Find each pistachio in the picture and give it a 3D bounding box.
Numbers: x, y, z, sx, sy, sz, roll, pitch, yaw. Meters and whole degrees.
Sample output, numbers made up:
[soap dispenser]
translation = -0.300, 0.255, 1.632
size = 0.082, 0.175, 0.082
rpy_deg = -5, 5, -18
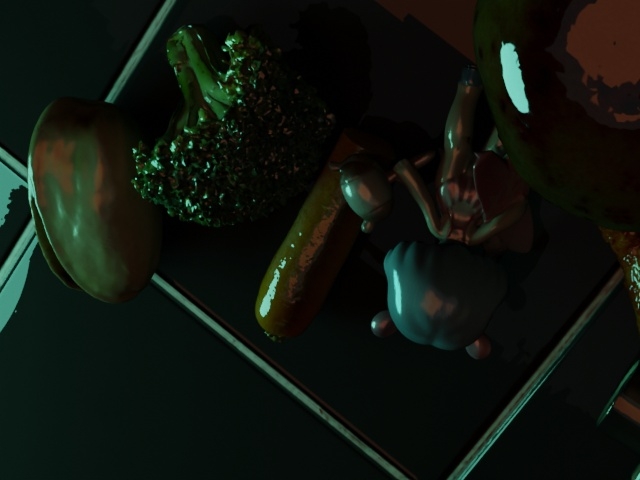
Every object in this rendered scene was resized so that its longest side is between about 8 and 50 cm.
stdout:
[pistachio]
translation = -0.221, -0.041, 1.604
size = 0.129, 0.131, 0.206
rpy_deg = 22, 120, 60

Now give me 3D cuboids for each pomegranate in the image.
[pomegranate]
translation = 0.262, -0.151, 1.299
size = 0.290, 0.323, 0.291
rpy_deg = 1, 96, 11

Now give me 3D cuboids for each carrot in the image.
[carrot]
translation = 0.000, 0.000, 1.565
size = 0.067, 0.067, 0.225
rpy_deg = 32, 111, 10

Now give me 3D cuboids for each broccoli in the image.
[broccoli]
translation = -0.093, -0.123, 1.529
size = 0.194, 0.194, 0.220
rpy_deg = 41, 138, 6

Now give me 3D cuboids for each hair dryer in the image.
[hair dryer]
translation = 0.315, 0.254, 1.526
size = 0.195, 0.078, 0.248
rpy_deg = 34, 123, 8

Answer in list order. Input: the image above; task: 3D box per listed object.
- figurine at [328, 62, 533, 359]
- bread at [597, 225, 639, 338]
[figurine]
translation = 0.107, -0.030, 1.465
size = 0.205, 0.103, 0.260
rpy_deg = 13, 97, -7
[bread]
translation = 0.319, 0.059, 1.428
size = 0.095, 0.139, 0.269
rpy_deg = -35, 83, 46
